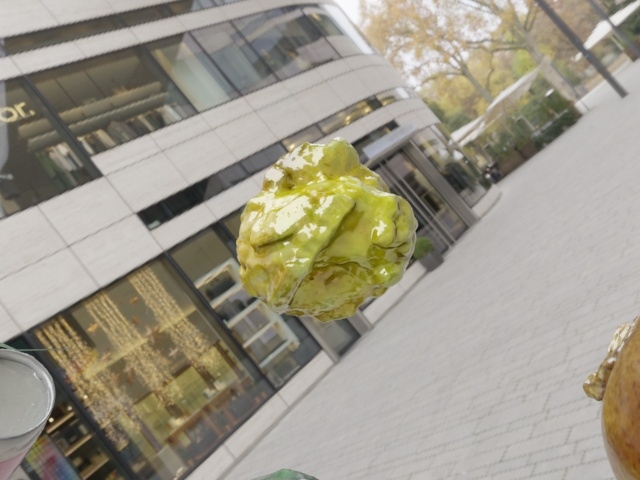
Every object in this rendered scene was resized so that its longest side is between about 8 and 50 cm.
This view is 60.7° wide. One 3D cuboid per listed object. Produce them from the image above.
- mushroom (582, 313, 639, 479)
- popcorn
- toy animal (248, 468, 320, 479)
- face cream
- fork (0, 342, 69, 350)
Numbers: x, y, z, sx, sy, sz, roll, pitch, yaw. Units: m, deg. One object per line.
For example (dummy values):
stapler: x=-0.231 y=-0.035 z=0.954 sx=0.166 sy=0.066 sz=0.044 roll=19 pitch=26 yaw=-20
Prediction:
mushroom: x=0.367 y=0.145 z=0.478 sx=0.283 sy=0.195 sz=0.264 roll=174 pitch=105 yaw=-72
popcorn: x=0.001 y=-0.003 z=0.593 sx=0.197 sy=0.156 sz=0.198 roll=-12 pitch=-46 yaw=-13
toy animal: x=-0.052 y=0.474 z=0.691 sx=0.191 sy=0.338 sz=0.216 roll=5 pitch=-17 yaw=-25
face cream: x=-0.560 y=0.302 z=0.913 sx=0.195 sy=0.175 sz=0.175 roll=-50 pitch=-9 yaw=30
fork: x=-0.594 y=0.214 z=1.087 sx=0.039 sy=0.021 sz=0.235 roll=-16 pitch=-12 yaw=19
